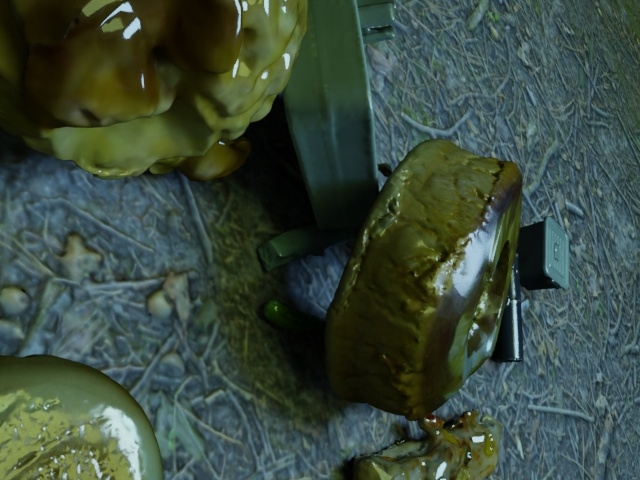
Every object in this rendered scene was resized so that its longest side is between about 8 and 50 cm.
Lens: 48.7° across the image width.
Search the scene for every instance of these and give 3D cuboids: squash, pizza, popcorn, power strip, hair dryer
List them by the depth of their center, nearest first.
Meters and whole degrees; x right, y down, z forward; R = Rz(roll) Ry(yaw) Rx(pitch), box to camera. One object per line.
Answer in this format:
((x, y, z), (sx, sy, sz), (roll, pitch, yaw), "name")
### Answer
((-0.134, -0.169, 0.568), (0.225, 0.265, 0.332), (65, 10, 26), "popcorn")
((0.028, -0.173, 0.764), (0.229, 0.141, 0.260), (76, 6, -60), "power strip")
((-0.030, 0.085, 0.770), (0.089, 0.027, 0.027), (29, 58, -44), "squash")
((0.156, 0.304, 0.879), (0.297, 0.071, 0.189), (-7, 83, -50), "pizza")
((0.239, 0.090, 1.063), (0.195, 0.050, 0.173), (15, 67, -41), "hair dryer")

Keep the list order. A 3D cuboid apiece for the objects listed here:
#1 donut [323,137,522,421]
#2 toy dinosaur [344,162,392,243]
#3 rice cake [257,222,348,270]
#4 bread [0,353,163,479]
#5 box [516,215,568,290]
((0.134, 0.051, 0.802), (0.330, 0.160, 0.329), (-52, 156, -36), "donut")
((0.036, -0.069, 0.868), (0.106, 0.044, 0.187), (-17, 68, -28), "toy dinosaur")
((0.000, 0.000, 0.822), (0.180, 0.030, 0.042), (-19, 76, -49), "rice cake")
((-0.212, 0.178, 0.476), (0.213, 0.105, 0.213), (14, 69, -42), "bread")
((0.378, 0.027, 1.215), (0.084, 0.069, 0.122), (32, 56, -36), "box")
